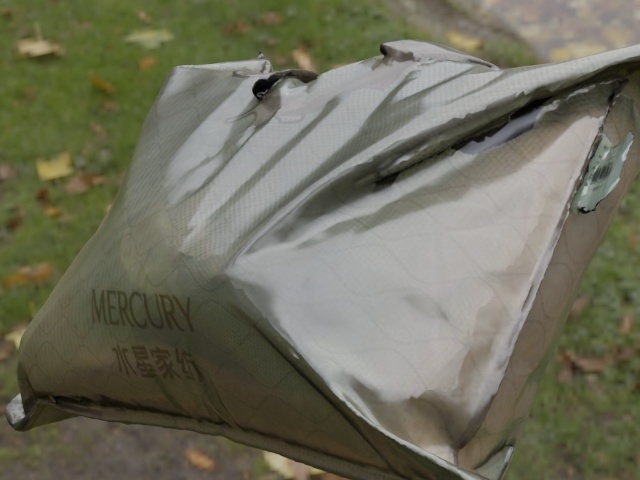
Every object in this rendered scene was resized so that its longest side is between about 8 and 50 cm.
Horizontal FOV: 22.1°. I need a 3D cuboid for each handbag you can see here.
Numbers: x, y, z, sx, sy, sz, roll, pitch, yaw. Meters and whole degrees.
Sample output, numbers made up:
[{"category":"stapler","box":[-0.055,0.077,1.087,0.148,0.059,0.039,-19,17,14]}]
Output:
[{"category":"handbag","box":[0.000,0.000,0.562,0.270,0.117,0.182,1,59,54]}]
